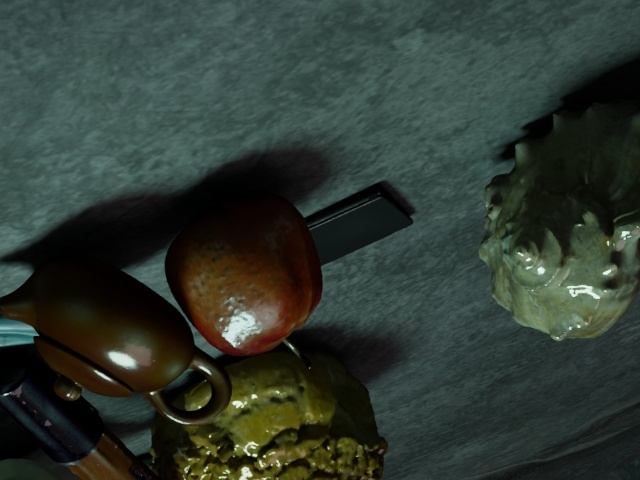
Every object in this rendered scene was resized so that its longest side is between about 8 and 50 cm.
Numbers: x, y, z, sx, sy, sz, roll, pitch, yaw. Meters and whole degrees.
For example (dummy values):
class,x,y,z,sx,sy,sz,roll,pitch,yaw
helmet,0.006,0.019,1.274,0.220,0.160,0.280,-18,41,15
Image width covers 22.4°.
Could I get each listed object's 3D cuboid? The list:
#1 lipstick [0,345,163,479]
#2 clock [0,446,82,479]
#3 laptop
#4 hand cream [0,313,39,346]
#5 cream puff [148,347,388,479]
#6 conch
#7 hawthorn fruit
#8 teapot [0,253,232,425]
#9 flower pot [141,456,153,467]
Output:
class,x,y,z,sx,sy,sz,roll,pitch,yaw
lipstick,-0.265,0.252,1.904,0.077,0.077,0.418,-25,139,9
clock,-0.404,0.384,2.028,0.342,0.184,0.326,-43,169,18
laptop,0.000,0.000,1.802,0.197,0.016,0.135,-24,160,11
hand cream,-0.326,0.090,1.680,0.224,0.048,0.083,-9,159,-17
cream puff,-0.061,0.291,2.148,0.327,0.231,0.343,-9,156,-20
conch,0.315,-0.057,1.723,0.297,0.210,0.352,-42,180,40
hawthorn fruit,-0.063,0.048,1.616,0.157,0.194,0.157,-28,-169,6
teapot,-0.203,0.109,1.599,0.135,0.252,0.178,-57,-166,-8
flower pot,-0.250,0.430,2.349,0.246,0.195,0.246,-19,158,-8
